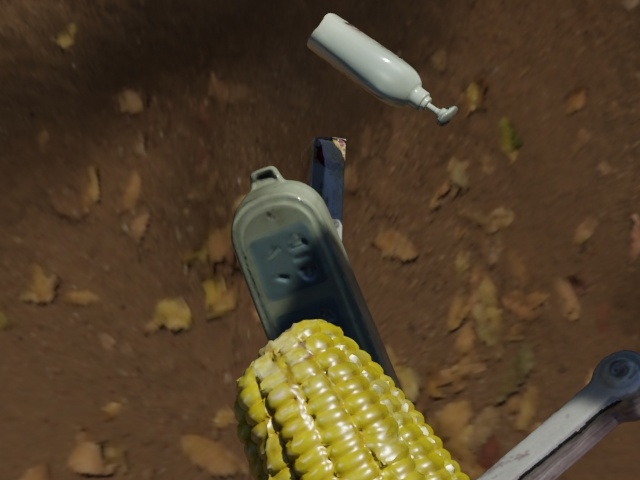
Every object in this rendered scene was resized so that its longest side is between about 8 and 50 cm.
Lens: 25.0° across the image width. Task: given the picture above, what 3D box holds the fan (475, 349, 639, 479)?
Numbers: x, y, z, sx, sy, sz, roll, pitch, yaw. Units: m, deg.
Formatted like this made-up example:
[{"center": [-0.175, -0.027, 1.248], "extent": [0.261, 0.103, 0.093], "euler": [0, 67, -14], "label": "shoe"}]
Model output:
[{"center": [0.016, 0.137, 0.514], "extent": [0.282, 0.057, 0.023], "euler": [-39, 113, -2], "label": "fan"}]

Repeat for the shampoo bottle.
[{"center": [0.060, -0.154, 1.355], "extent": [0.152, 0.077, 0.045], "euler": [39, 99, 17], "label": "shampoo bottle"}]

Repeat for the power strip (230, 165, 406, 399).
[{"center": [0.008, 0.081, 1.050], "extent": [0.080, 0.048, 0.286], "euler": [-19, 105, 7], "label": "power strip"}]

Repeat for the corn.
[{"center": [0.038, 0.119, 0.471], "extent": [0.072, 0.072, 0.203], "euler": [-33, 79, -6], "label": "corn"}]

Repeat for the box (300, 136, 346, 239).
[{"center": [0.000, 0.000, 1.449], "extent": [0.041, 0.050, 0.207], "euler": [9, 71, -18], "label": "box"}]
